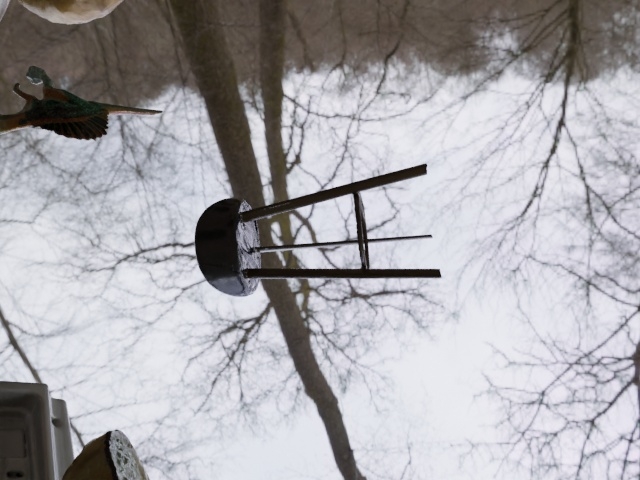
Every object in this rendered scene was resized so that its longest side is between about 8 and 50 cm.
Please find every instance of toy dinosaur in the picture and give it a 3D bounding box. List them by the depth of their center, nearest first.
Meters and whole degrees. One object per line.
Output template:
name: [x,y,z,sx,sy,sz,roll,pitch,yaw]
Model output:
toy dinosaur: [-0.244,-0.122,0.637,0.188,0.044,0.106,11,-151,-28]

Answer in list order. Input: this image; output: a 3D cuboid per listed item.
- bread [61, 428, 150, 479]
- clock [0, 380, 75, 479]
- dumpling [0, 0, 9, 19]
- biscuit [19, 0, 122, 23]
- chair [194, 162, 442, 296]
bread: [-0.203,0.270,0.603,0.094,0.157,0.083,-26,165,-6]
clock: [-0.410,0.273,0.732,0.262,0.116,0.231,12,-150,-35]
dumpling: [-0.237,-0.154,0.363,0.199,0.136,0.118,-7,-155,32]
biscuit: [-0.324,-0.522,1.008,0.429,0.104,0.446,-50,-135,2]
chair: [0.000,0.000,0.614,0.222,0.104,0.095,-6,168,4]
